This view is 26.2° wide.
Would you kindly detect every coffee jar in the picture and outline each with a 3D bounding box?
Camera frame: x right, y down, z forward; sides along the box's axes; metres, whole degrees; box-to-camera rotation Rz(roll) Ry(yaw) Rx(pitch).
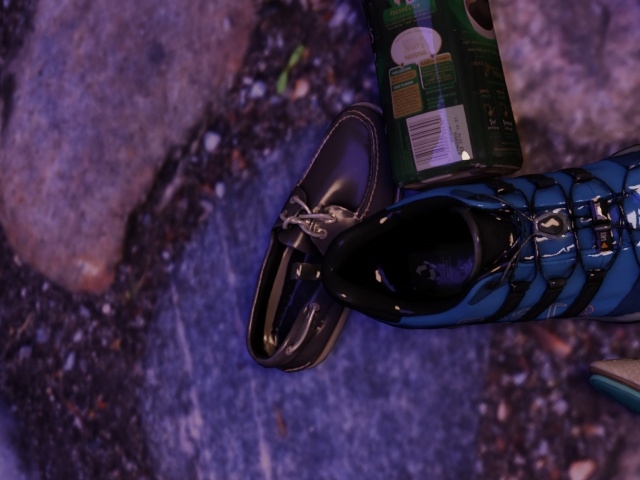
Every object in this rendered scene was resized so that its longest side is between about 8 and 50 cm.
[{"bbox_3d":[0.076,-0.128,0.915,0.079,0.096,0.184,-13,84,27],"label":"coffee jar"}]

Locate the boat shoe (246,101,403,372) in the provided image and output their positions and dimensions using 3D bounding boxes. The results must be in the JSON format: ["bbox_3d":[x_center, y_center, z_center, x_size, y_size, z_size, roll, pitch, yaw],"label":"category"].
[{"bbox_3d":[0.000,0.000,0.979,0.075,0.065,0.206,25,103,27],"label":"boat shoe"}]

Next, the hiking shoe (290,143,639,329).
[{"bbox_3d":[0.143,0.008,0.856,0.304,0.132,0.113,-16,83,27],"label":"hiking shoe"}]

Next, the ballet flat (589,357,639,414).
[{"bbox_3d":[0.250,0.106,0.854,0.168,0.057,0.052,29,78,23],"label":"ballet flat"}]
